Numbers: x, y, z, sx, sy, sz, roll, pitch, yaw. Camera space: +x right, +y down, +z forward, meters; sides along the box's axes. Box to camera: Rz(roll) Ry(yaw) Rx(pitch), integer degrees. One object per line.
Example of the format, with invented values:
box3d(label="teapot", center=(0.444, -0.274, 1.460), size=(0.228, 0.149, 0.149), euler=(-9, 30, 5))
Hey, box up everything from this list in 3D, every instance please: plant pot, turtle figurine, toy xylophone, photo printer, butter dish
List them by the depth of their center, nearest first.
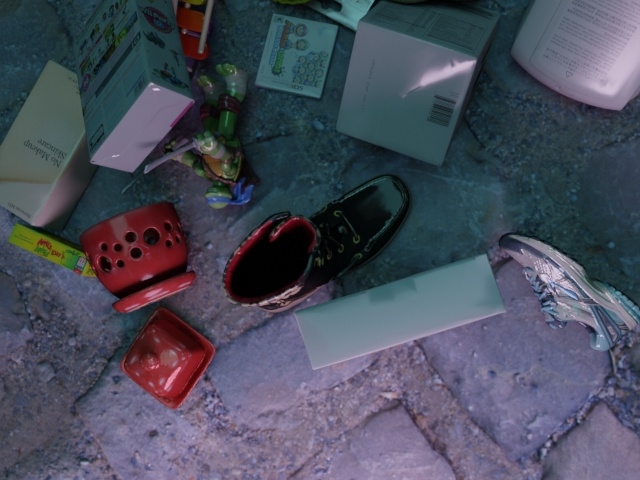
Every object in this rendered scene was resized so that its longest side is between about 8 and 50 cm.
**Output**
box3d(label="photo printer", center=(0.495, -0.391, 1.131), size=(0.256, 0.308, 0.107), euler=(31, 48, 12))
box3d(label="turtle figurine", center=(-0.244, -0.209, 1.253), size=(0.274, 0.198, 0.266), euler=(9, 78, -4))
box3d(label="plant pot", center=(-0.346, 0.036, 1.262), size=(0.191, 0.191, 0.174), euler=(-23, 91, 6))
box3d(label="butter dish", center=(-0.316, 0.234, 1.269), size=(0.160, 0.118, 0.160), euler=(34, 90, 10))
box3d(label="toy xylophone", center=(-0.278, -0.484, 1.274), size=(0.236, 0.081, 0.323), euler=(31, 117, 22))

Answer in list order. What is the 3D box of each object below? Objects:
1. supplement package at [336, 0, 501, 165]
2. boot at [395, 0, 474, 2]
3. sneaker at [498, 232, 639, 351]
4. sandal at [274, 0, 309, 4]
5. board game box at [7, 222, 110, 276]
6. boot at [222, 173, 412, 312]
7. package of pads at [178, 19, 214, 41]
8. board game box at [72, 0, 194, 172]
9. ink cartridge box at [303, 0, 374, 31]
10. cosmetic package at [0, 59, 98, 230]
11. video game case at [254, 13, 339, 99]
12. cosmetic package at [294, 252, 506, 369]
box3d(label="supplement package", center=(0.176, -0.300, 1.138), size=(0.198, 0.263, 0.199), euler=(21, 129, 10))
box3d(label="boot", center=(0.172, -0.475, 1.146), size=(0.248, 0.207, 0.090), euler=(10, 118, -5))
box3d(label="sneaker", center=(0.434, 0.093, 1.172), size=(0.283, 0.110, 0.122), euler=(36, 94, 10))
box3d(label="sandal", center=(-0.123, -0.576, 1.286), size=(0.317, 0.138, 0.126), euler=(30, 91, 20))
box3d(label="board game box", center=(-0.535, 0.021, 1.336), size=(0.181, 0.092, 0.043), euler=(22, 87, 10))
box3d(label="boot", center=(0.000, 0.000, 1.156), size=(0.377, 0.284, 0.138), euler=(-34, 81, 5))
box3d(label="package of pads", center=(-0.273, -0.453, 1.370), size=(0.083, 0.032, 0.050), euler=(22, 91, 10))
box3d(label="board game box", center=(-0.351, -0.315, 1.187), size=(0.224, 0.097, 0.303), euler=(-37, 58, 34))
box3d(label="ink cartridge box", center=(0.061, -0.562, 1.326), size=(0.181, 0.056, 0.225), euler=(31, 101, 10))
box3d(label="cosmetic package", center=(-0.553, -0.194, 1.350), size=(0.160, 0.113, 0.309), euler=(28, 89, 10))
box3d(label="video game case", center=(-0.049, -0.380, 1.335), size=(0.143, 0.019, 0.157), euler=(14, 87, 10))
box3d(label="cosmetic package", center=(0.135, 0.113, 1.077), size=(0.284, 0.377, 0.097), euler=(-20, 83, 7))
